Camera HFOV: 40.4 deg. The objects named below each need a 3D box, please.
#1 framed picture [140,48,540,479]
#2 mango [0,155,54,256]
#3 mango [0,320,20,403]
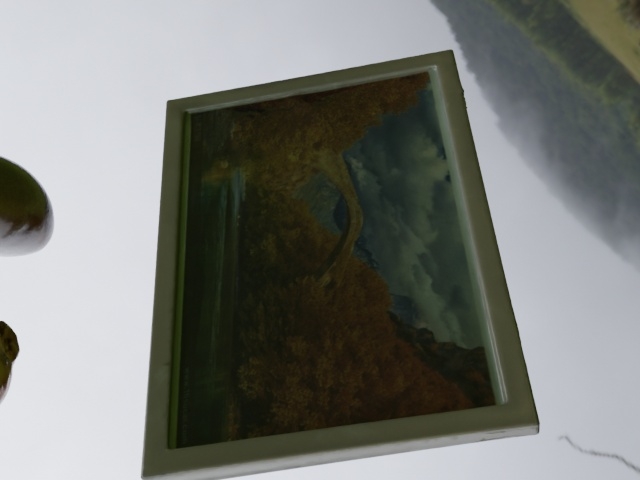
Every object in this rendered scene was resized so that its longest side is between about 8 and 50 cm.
[{"bbox_3d":[0.000,0.000,0.461,0.016,0.184,0.250,72,-168,-52],"label":"framed picture"},{"bbox_3d":[-0.404,-0.046,0.996,0.267,0.133,0.111,23,-128,-63],"label":"mango"},{"bbox_3d":[-0.559,0.179,1.067,0.201,0.350,0.199,78,175,-77],"label":"mango"}]
